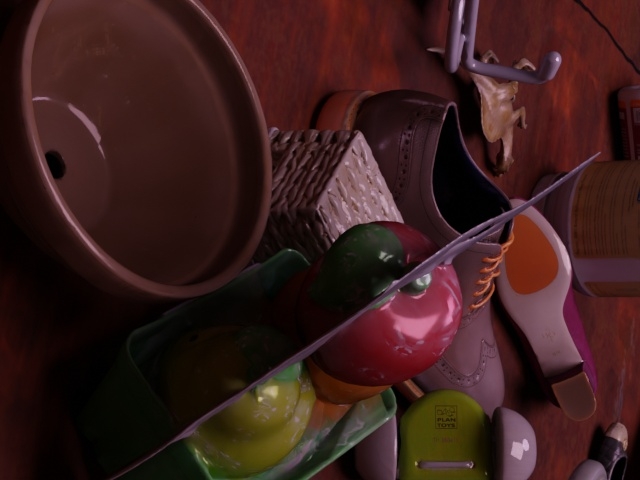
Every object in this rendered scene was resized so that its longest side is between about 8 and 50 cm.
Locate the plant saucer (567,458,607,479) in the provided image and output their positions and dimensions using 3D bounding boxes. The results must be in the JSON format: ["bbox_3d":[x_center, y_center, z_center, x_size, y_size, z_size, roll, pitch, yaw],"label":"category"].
[{"bbox_3d":[0.243,0.409,1.829,0.400,0.100,0.400,14,90,-74],"label":"plant saucer"}]

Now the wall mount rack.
[{"bbox_3d":[0.201,-0.322,1.798,0.304,0.130,0.350,94,7,-56],"label":"wall mount rack"}]

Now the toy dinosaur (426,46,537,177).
[{"bbox_3d":[0.171,-0.145,1.914,0.183,0.053,0.092,60,43,-37],"label":"toy dinosaur"}]

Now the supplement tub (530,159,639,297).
[{"bbox_3d":[0.330,-0.013,2.021,0.144,0.200,0.144,3,87,-58],"label":"supplement tub"}]

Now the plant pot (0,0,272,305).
[{"bbox_3d":[-0.149,-0.065,1.330,0.237,0.110,0.237,22,59,-44],"label":"plant pot"}]

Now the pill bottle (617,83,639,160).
[{"bbox_3d":[0.388,-0.102,2.224,0.086,0.086,0.152,-21,107,-56],"label":"pill bottle"}]

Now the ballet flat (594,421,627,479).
[{"bbox_3d":[0.323,0.285,2.135,0.057,0.049,0.173,32,62,-54],"label":"ballet flat"}]

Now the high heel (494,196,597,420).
[{"bbox_3d":[0.230,0.063,2.002,0.117,0.082,0.244,-90,155,-78],"label":"high heel"}]

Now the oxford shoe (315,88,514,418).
[{"bbox_3d":[0.112,0.029,1.737,0.130,0.133,0.363,-57,134,-42],"label":"oxford shoe"}]

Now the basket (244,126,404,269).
[{"bbox_3d":[0.000,0.000,1.590,0.167,0.103,0.113,62,40,-33],"label":"basket"}]

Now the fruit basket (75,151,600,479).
[{"bbox_3d":[0.001,0.056,1.375,0.165,0.353,0.327,52,36,7],"label":"fruit basket"}]

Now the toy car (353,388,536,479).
[{"bbox_3d":[0.107,0.223,1.736,0.136,0.159,0.182,126,-37,-86],"label":"toy car"}]
